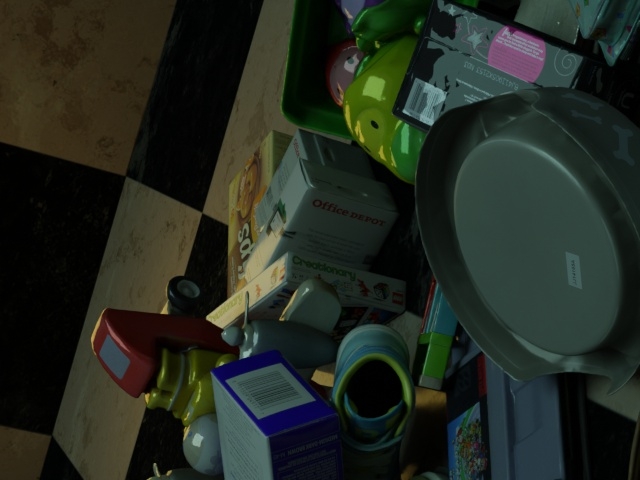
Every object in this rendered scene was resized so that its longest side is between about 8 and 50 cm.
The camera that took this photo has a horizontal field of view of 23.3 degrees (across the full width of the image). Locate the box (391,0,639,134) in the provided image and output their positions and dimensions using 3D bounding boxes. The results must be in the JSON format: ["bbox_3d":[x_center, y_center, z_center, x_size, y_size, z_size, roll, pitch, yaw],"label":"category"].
[{"bbox_3d":[0.235,-0.170,1.850,0.247,0.142,0.163,31,106,42],"label":"box"}]

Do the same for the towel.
[{"bbox_3d":[0.280,-0.193,1.988,0.187,0.049,0.282,-146,71,-68],"label":"towel"}]

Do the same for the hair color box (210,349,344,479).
[{"bbox_3d":[-0.047,0.336,2.022,0.185,0.110,0.339,42,141,54],"label":"hair color box"}]

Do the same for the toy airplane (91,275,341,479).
[{"bbox_3d":[-0.105,0.243,2.198,0.384,0.386,0.272,-11,29,20],"label":"toy airplane"}]

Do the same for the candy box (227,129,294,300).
[{"bbox_3d":[-0.087,-0.009,2.682,0.183,0.087,0.316,-49,34,46],"label":"candy box"}]

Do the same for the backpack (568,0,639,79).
[{"bbox_3d":[0.366,-0.297,1.731,0.188,0.144,0.166,-56,23,32],"label":"backpack"}]

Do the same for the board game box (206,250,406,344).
[{"bbox_3d":[-0.029,0.110,2.329,0.305,0.193,0.053,-38,43,55],"label":"board game box"}]

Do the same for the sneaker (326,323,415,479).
[{"bbox_3d":[0.052,0.276,2.008,0.208,0.127,0.319,-79,-8,-86],"label":"sneaker"}]

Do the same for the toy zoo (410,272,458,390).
[{"bbox_3d":[0.167,0.049,2.029,0.192,0.030,0.293,105,178,-85],"label":"toy zoo"}]

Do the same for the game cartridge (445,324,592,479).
[{"bbox_3d":[0.227,0.223,1.833,0.230,0.068,0.355,-41,39,47],"label":"game cartridge"}]

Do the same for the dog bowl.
[{"bbox_3d":[0.252,-0.005,1.656,0.349,0.102,0.349,36,140,39],"label":"dog bowl"}]

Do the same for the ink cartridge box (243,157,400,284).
[{"bbox_3d":[0.000,0.000,2.377,0.219,0.160,0.093,-62,26,27],"label":"ink cartridge box"}]

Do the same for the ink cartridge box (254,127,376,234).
[{"bbox_3d":[-0.006,-0.063,2.472,0.176,0.127,0.128,-62,25,29],"label":"ink cartridge box"}]

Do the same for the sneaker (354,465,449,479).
[{"bbox_3d":[0.042,0.466,1.947,0.158,0.182,0.410,27,102,67],"label":"sneaker"}]

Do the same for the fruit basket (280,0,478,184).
[{"bbox_3d":[0.087,-0.236,2.128,0.392,0.282,0.392,15,-90,-86],"label":"fruit basket"}]

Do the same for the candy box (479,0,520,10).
[{"bbox_3d":[0.292,-0.417,2.068,0.233,0.071,0.159,161,120,-65],"label":"candy box"}]

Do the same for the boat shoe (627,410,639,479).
[{"bbox_3d":[0.325,0.285,1.479,0.123,0.116,0.324,-12,65,65],"label":"boat shoe"}]
